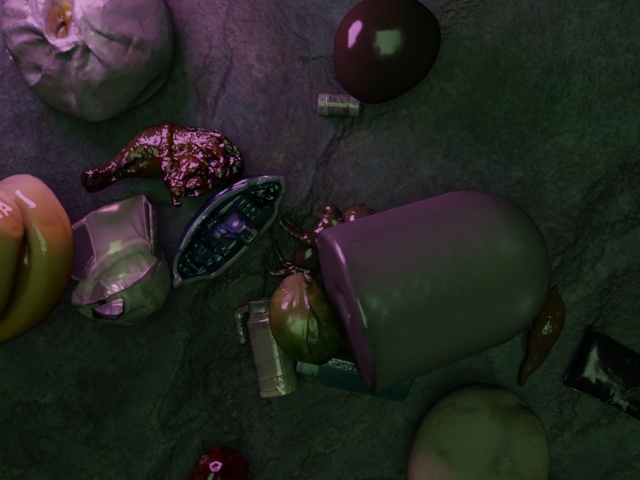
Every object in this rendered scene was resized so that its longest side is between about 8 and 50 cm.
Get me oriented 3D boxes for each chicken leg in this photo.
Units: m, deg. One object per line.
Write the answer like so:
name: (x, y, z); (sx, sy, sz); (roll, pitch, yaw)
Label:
chicken leg: (-0.312, -0.149, 1.546); (0.323, 0.083, 0.177); (10, 62, 8)

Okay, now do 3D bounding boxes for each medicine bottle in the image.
medicine bottle: (0.084, 0.251, 1.573); (0.259, 0.079, 0.124); (10, 97, 3)
medicine bottle: (0.038, -0.274, 1.563); (0.083, 0.047, 0.047); (2, 93, 2)

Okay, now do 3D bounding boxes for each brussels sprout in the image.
brussels sprout: (-0.029, 0.154, 1.484); (0.131, 0.145, 0.183); (-24, 88, 12)

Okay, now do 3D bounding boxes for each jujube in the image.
jujube: (-0.219, 0.544, 1.568); (0.155, 0.155, 0.230); (20, 89, 1)

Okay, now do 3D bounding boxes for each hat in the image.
hat: (-0.397, 0.039, 1.556); (0.232, 0.161, 0.275); (-16, 68, 11)

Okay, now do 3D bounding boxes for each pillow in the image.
pillow: (0.613, 0.280, 1.567); (0.208, 0.055, 0.141); (25, 86, 0)

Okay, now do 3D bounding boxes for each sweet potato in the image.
sweet potato: (0.449, 0.198, 1.563); (0.068, 0.068, 0.226); (18, 94, 1)

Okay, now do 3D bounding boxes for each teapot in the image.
teapot: (-0.115, 0.217, 1.586); (0.107, 0.077, 0.200); (-9, 93, 22)

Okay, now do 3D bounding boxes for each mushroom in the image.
mushroom: (0.340, 0.459, 1.508); (0.314, 0.314, 0.336); (-48, 120, 4)

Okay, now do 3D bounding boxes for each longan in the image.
longan: (0.124, -0.371, 1.484); (0.220, 0.196, 0.196); (-36, 91, 11)

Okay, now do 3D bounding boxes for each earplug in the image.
earplug: (0.222, 0.075, 1.441); (0.394, 0.312, 0.312); (-17, 92, -10)

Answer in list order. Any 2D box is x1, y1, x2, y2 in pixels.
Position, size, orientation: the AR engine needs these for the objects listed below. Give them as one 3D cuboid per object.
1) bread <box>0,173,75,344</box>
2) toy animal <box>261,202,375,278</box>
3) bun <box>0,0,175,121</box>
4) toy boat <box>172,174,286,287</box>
bread: (-0.680, 0.034, 1.489); (0.424, 0.245, 0.328); (-25, 70, 25)
toy animal: (0.000, 0.000, 1.566); (0.186, 0.094, 0.214); (25, 101, 5)
bun: (-0.452, -0.408, 1.504); (0.355, 0.194, 0.354); (0, 94, 4)
toy boat: (-0.183, -0.020, 1.526); (0.309, 0.142, 0.129); (-44, 120, 3)
